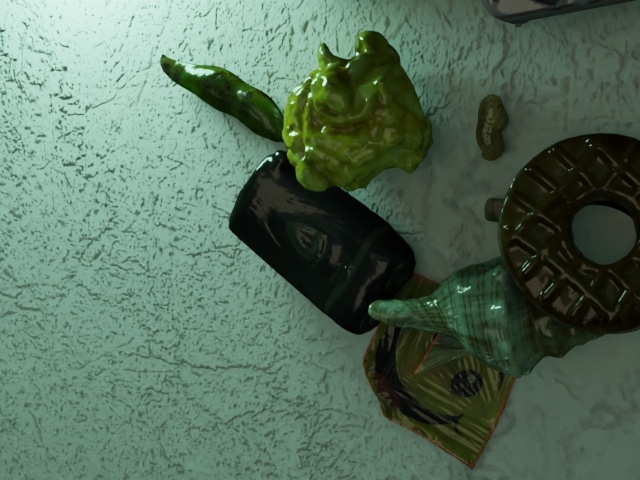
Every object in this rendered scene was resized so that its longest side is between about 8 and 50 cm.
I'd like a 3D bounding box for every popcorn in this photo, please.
[{"bbox_3d":[0.048,-0.207,2.003,0.250,0.235,0.242,-25,58,7],"label":"popcorn"}]

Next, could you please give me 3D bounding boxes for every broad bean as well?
[{"bbox_3d":[-0.161,-0.267,2.187,0.339,0.061,0.077,33,121,19],"label":"broad bean"}]

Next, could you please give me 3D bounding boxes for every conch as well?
[{"bbox_3d":[0.281,0.112,1.954,0.386,0.203,0.170,18,140,8],"label":"conch"}]

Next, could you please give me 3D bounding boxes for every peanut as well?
[{"bbox_3d":[0.290,-0.191,1.983,0.053,0.054,0.113,6,102,25],"label":"peanut"}]

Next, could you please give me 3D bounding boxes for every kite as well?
[{"bbox_3d":[0.229,0.221,2.085,0.327,0.013,0.378,-24,85,25],"label":"kite"}]

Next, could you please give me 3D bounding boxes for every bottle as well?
[{"bbox_3d":[0.328,-0.049,1.985,0.096,0.045,0.045,8,100,26],"label":"bottle"}]

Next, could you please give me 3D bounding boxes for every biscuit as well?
[{"bbox_3d":[0.444,-0.013,1.848,0.332,0.103,0.332,-1,81,8],"label":"biscuit"}]

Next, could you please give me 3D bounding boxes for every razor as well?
[{"bbox_3d":[0.001,0.000,2.111,0.349,0.113,0.204,40,110,17],"label":"razor"}]

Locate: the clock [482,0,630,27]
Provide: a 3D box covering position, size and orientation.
[{"bbox_3d":[0.377,-0.509,1.794,0.295,0.113,0.322,-7,92,26],"label":"clock"}]
